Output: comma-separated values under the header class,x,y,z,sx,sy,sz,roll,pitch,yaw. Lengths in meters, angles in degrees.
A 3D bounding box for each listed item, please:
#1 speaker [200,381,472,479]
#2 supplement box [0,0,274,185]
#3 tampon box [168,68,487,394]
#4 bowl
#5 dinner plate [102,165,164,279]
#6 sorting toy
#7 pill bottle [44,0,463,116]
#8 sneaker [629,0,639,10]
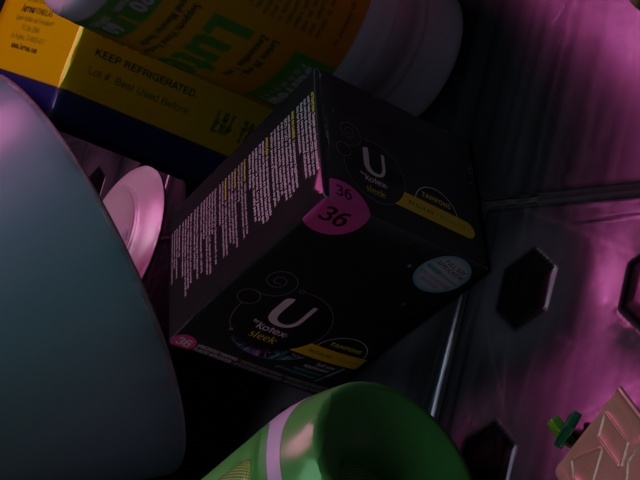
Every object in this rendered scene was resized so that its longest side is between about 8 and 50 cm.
class,x,y,z,sx,sy,sz,roll,pitch,yaw
speaker,-0.047,0.199,0.878,0.296,0.131,0.131,-43,38,36
supplement box,-0.082,-0.227,1.139,0.195,0.194,0.357,22,90,60
tampon box,0.000,0.000,0.934,0.161,0.120,0.101,-42,39,38
bowl,-0.238,0.059,1.076,0.311,0.163,0.311,48,153,33
dinner plate,-0.175,0.001,1.320,0.141,0.017,0.141,-34,46,43
sorting toy,0.138,0.102,0.755,0.062,0.012,0.083,-60,34,23
pill bottle,-0.036,-0.158,0.969,0.136,0.245,0.136,-36,43,43
sneaker,0.241,-0.055,0.628,0.099,0.153,0.282,-48,66,26
